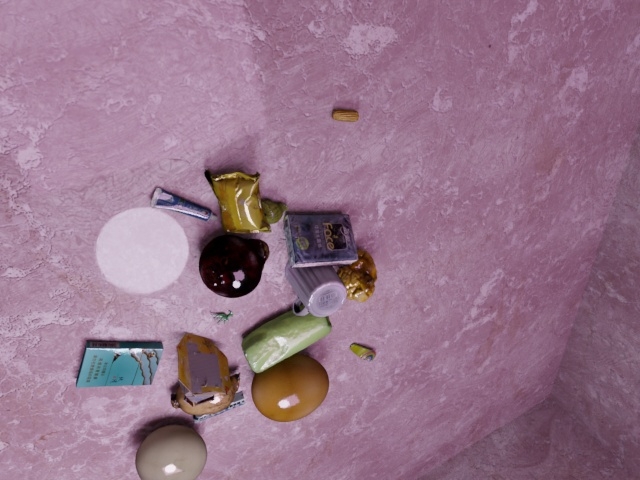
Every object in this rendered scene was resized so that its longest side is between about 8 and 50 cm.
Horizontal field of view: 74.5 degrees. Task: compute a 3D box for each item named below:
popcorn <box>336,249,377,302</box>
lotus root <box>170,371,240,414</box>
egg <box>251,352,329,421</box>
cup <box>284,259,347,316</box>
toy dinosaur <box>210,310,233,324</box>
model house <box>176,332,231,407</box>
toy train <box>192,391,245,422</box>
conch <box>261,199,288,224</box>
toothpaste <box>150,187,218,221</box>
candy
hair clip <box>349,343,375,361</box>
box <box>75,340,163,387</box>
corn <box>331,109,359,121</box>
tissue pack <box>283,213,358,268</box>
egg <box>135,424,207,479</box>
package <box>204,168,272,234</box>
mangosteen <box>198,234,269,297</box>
[{"bbox_3d":[0.132,0.140,1.550,0.163,0.194,0.140,-28,137,21],"label":"popcorn"},{"bbox_3d":[-0.408,0.562,1.533,0.256,0.140,0.155,-12,131,-15],"label":"lotus root"},{"bbox_3d":[-0.111,0.563,1.630,0.322,0.250,0.250,1,119,-34],"label":"egg"},{"bbox_3d":[-0.014,0.169,1.468,0.166,0.202,0.221,-14,125,-18],"label":"cup"},{"bbox_3d":[-0.339,0.261,1.459,0.062,0.021,0.083,-36,135,-14],"label":"toy dinosaur"},{"bbox_3d":[-0.434,0.449,1.439,0.136,0.219,0.207,-41,142,25],"label":"model house"},{"bbox_3d":[-0.402,0.659,1.661,0.207,0.043,0.047,-17,124,-20],"label":"toy train"},{"bbox_3d":[-0.157,-0.088,1.323,0.121,0.074,0.089,-15,161,-41],"label":"conch"},{"bbox_3d":[-0.382,-0.092,1.202,0.197,0.034,0.057,21,92,-36],"label":"toothpaste"},{"bbox_3d":[-0.123,0.352,1.568,0.343,0.132,0.142,-27,134,-13],"label":"candy"},{"bbox_3d":[0.199,0.511,1.918,0.188,0.033,0.060,35,96,-40],"label":"hair clip"},{"bbox_3d":[-0.644,0.399,1.358,0.229,0.041,0.162,12,113,-34],"label":"box"},{"bbox_3d":[0.076,-0.379,1.279,0.092,0.037,0.037,-3,120,-26],"label":"corn"},{"bbox_3d":[0.000,0.000,1.396,0.235,0.174,0.073,-1,162,-28],"label":"tissue pack"},{"bbox_3d":[-0.548,0.799,1.556,0.219,0.219,0.269,-49,126,6],"label":"egg"},{"bbox_3d":[-0.235,-0.108,1.219,0.168,0.090,0.226,2,127,9],"label":"package"},{"bbox_3d":[-0.266,0.075,1.279,0.209,0.210,0.210,-15,125,-21],"label":"mangosteen"}]
